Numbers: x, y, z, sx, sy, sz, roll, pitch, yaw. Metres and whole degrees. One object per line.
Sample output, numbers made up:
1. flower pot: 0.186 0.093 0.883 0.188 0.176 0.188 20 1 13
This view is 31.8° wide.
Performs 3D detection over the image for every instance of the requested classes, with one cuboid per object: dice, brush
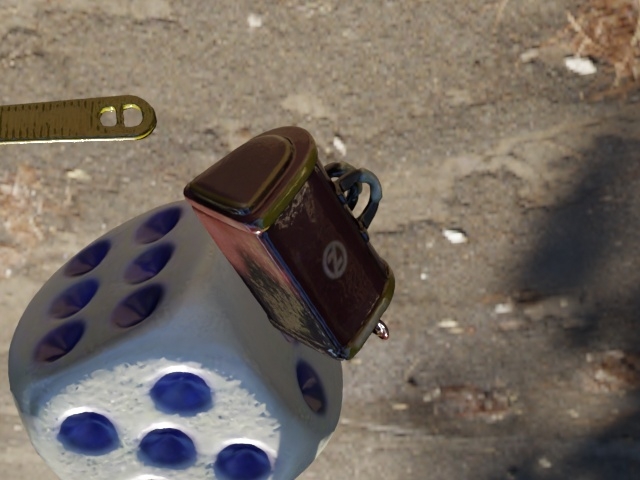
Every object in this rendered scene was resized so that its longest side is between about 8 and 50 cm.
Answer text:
1. dice: -0.169 0.152 1.383 0.304 0.277 0.304 -23 124 20
2. brush: -0.214 -0.073 0.712 0.218 0.083 0.010 -5 153 -9

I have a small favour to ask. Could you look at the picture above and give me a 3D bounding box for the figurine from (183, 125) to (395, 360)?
1. figurine: 0.001 0.001 0.674 0.082 0.098 0.154 19 151 49
